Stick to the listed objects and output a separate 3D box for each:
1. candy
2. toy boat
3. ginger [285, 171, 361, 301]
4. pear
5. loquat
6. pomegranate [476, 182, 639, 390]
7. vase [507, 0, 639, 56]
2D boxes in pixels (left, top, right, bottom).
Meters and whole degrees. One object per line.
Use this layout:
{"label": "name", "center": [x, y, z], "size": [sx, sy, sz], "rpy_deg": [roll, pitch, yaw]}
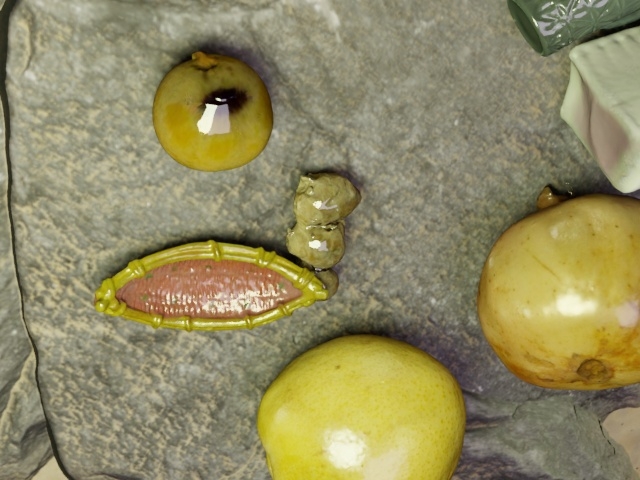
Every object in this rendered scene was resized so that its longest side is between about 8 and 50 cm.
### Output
{"label": "candy", "center": [0.548, -0.220, 1.439], "size": [0.359, 0.208, 0.145], "rpy_deg": [-20, 143, -13]}
{"label": "toy boat", "center": [-0.152, 0.066, 1.366], "size": [0.318, 0.099, 0.140], "rpy_deg": [-1, 117, -18]}
{"label": "ginger", "center": [0.000, 0.000, 1.414], "size": [0.104, 0.080, 0.204], "rpy_deg": [-3, 118, -29]}
{"label": "pear", "center": [0.060, 0.291, 1.487], "size": [0.315, 0.314, 0.314], "rpy_deg": [-11, 122, -18]}
{"label": "loquat", "center": [-0.133, -0.156, 1.234], "size": [0.163, 0.137, 0.163], "rpy_deg": [-21, 124, -34]}
{"label": "pomegranate", "center": [0.404, 0.063, 1.507], "size": [0.338, 0.338, 0.338], "rpy_deg": [-11, 122, -18]}
{"label": "vase", "center": [0.410, -0.366, 1.355], "size": [0.301, 0.156, 0.251], "rpy_deg": [-32, 151, 3]}
